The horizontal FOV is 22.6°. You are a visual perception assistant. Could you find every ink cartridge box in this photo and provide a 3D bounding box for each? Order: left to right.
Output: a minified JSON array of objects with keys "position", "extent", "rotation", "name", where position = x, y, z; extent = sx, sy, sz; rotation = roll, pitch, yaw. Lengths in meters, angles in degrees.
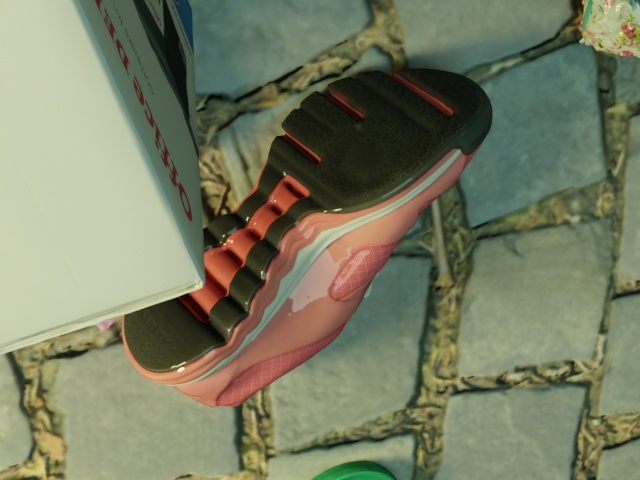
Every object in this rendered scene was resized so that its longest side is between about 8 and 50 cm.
[{"position":[-0.160,-0.126,0.865],"extent":[0.129,0.307,0.223],"rotation":[-17,125,6],"name":"ink cartridge box"}]

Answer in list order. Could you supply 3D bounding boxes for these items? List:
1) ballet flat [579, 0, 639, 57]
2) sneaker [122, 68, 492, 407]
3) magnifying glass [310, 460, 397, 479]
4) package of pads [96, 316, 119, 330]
[{"position":[0.299,-0.161,1.207],"extent":[0.241,0.091,0.077],"rotation":[11,139,-20],"name":"ballet flat"},{"position":[-0.001,0.000,1.160],"extent":[0.314,0.116,0.136],"rotation":[-41,145,-3],"name":"sneaker"},{"position":[-0.033,0.258,1.295],"extent":[0.231,0.026,0.092],"rotation":[-33,120,-6],"name":"magnifying glass"},{"position":[-0.165,0.019,1.131],"extent":[0.050,0.032,0.083],"rotation":[-42,120,3],"name":"package of pads"}]
